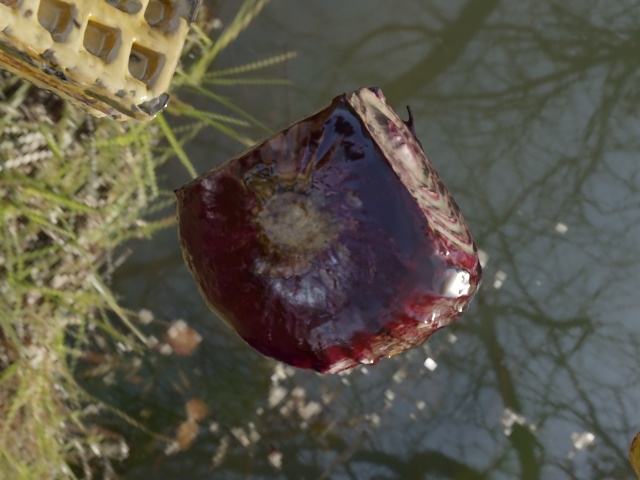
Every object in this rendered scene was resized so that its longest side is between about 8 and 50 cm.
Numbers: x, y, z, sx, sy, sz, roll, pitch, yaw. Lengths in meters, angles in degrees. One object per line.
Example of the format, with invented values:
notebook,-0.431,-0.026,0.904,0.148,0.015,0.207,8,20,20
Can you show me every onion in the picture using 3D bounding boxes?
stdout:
onion,0.002,0.005,1.032,0.206,0.207,0.216,-31,178,16

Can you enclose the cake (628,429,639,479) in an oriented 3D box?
cake,0.266,0.157,0.961,0.084,0.044,0.084,-1,134,-1

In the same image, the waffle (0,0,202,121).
waffle,-0.213,-0.330,1.306,0.261,0.114,0.376,28,76,-36
